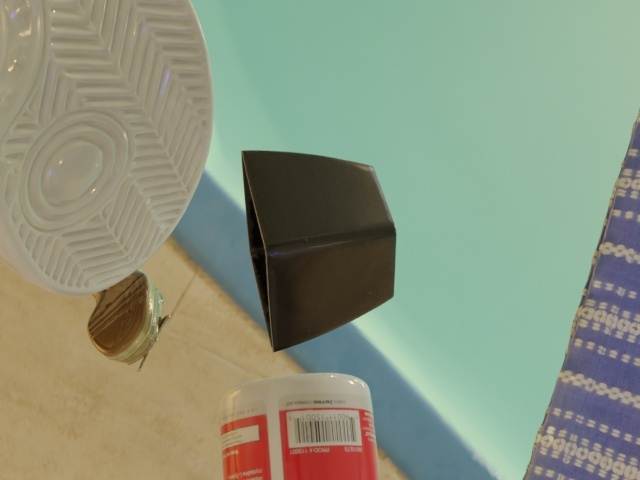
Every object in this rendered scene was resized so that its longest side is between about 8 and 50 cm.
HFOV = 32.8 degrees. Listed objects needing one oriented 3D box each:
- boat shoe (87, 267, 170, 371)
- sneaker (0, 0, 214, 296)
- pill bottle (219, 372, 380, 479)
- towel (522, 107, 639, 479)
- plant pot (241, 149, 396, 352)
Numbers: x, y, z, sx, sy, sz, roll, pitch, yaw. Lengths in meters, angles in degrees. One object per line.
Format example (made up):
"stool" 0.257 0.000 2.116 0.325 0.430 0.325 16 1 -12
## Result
"boat shoe" -0.251 0.097 1.474 0.105 0.285 0.089 -38 114 4
"sneaker" -0.154 -0.121 0.452 0.148 0.350 0.131 32 61 32
"pill bottle" -0.021 0.410 1.563 0.229 0.229 0.407 0 71 -16
"towel" 0.236 0.059 0.523 0.243 0.040 0.335 18 94 29
"plant pot" 0.000 0.000 1.365 0.167 0.188 0.187 -10 45 -7
